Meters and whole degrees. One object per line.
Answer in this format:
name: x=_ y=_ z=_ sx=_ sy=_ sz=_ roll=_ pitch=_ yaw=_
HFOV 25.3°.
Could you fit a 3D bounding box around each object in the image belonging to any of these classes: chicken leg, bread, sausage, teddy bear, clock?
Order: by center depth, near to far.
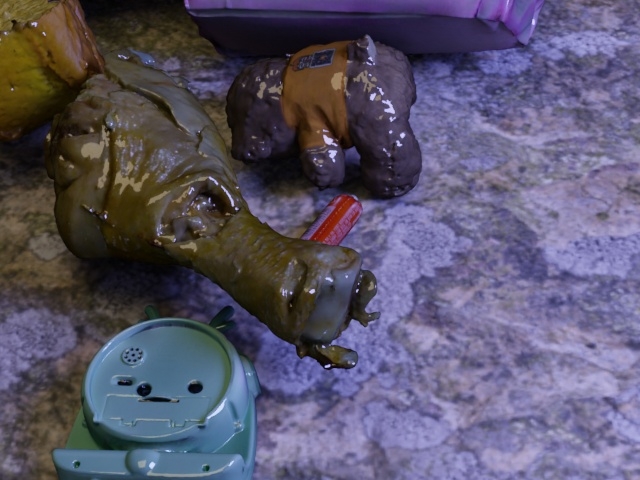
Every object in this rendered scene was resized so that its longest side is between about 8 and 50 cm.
clock: x=-0.131 y=0.130 z=1.205 sx=0.159 sy=0.066 sz=0.211 roll=-1 pitch=46 yaw=7
chicken leg: x=-0.105 y=-0.022 z=1.271 sx=0.201 sy=0.152 sz=0.429 roll=-32 pitch=46 yaw=-27
sausage: x=0.000 y=0.000 z=1.327 sx=0.034 sy=0.034 sz=0.129 roll=20 pitch=53 yaw=26
teddy bear: x=0.000 y=-0.131 z=1.389 sx=0.190 sy=0.140 sz=0.177 roll=-7 pitch=49 yaw=14
bread: x=-0.300 y=-0.179 z=1.464 sx=0.160 sy=0.147 sz=0.260 roll=-27 pitch=23 yaw=-6

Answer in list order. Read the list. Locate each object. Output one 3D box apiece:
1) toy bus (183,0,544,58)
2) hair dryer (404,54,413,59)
toy bus: x=0.050 y=-0.274 z=1.455 sx=0.386 sy=0.171 sz=0.162 roll=2 pitch=82 yaw=20
hair dryer: x=0.119 y=-0.310 z=1.589 sx=0.225 sy=0.088 sz=0.219 roll=-38 pitch=44 yaw=-5
